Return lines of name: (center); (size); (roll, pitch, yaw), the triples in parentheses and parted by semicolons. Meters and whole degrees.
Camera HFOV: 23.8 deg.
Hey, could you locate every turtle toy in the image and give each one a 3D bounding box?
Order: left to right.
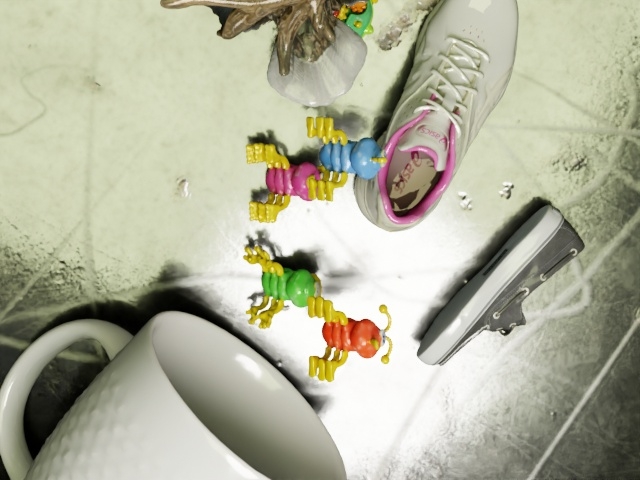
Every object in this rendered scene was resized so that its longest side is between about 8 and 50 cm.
turtle toy: (-0.001, -0.254, 1.627); (0.130, 0.066, 0.095); (28, 99, 5)

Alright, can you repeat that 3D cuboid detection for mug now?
mug: (-0.210, 0.252, 1.644); (0.328, 0.276, 0.374); (-47, 68, 14)

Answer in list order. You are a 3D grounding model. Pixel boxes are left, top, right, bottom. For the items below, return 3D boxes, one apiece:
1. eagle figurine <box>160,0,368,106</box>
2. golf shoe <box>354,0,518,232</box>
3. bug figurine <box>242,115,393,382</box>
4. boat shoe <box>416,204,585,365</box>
eagle figurine: (-0.037, -0.304, 1.533); (0.226, 0.298, 0.225); (27, 114, -22)
golf shoe: (0.136, -0.142, 1.619); (0.115, 0.140, 0.306); (22, 98, -4)
bug figurine: (0.000, 0.000, 1.620); (0.072, 0.216, 0.279); (-9, 104, -38)
boat shoe: (0.206, 0.065, 1.696); (0.076, 0.080, 0.228); (42, 90, -7)
